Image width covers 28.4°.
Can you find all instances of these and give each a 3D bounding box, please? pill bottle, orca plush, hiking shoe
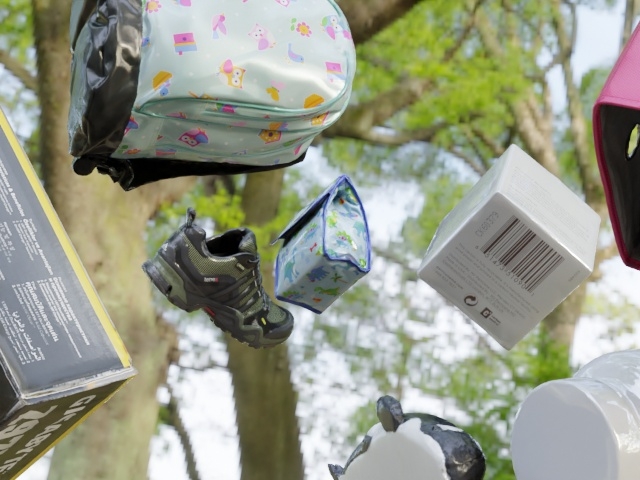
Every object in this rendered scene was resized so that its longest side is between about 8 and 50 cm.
[{"bbox_3d":[0.361,0.199,1.269,0.334,0.188,0.188,-1,-14,-35],"label":"pill bottle"},{"bbox_3d":[0.109,0.237,1.284,0.102,0.151,0.287,-12,-25,-23],"label":"orca plush"},{"bbox_3d":[-0.095,0.047,1.481,0.227,0.114,0.086,30,10,-42],"label":"hiking shoe"}]

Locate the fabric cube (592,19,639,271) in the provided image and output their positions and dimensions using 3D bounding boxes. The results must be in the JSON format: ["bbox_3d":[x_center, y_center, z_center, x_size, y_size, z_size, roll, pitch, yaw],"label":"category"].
[{"bbox_3d":[0.418,-0.112,1.111,0.259,0.258,0.254,17,-27,30],"label":"fabric cube"}]

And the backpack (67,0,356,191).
[{"bbox_3d":[-0.070,-0.111,0.836,0.182,0.152,0.115,6,-18,-21],"label":"backpack"}]

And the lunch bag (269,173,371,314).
[{"bbox_3d":[0.000,0.000,1.709,0.096,0.151,0.129,23,-42,-26],"label":"lunch bag"}]

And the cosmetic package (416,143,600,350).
[{"bbox_3d":[0.234,0.005,1.550,0.151,0.183,0.151,41,-64,-2],"label":"cosmetic package"}]

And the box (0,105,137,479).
[{"bbox_3d":[-0.259,-0.001,0.673,0.257,0.322,0.079,-40,-18,33],"label":"box"}]
